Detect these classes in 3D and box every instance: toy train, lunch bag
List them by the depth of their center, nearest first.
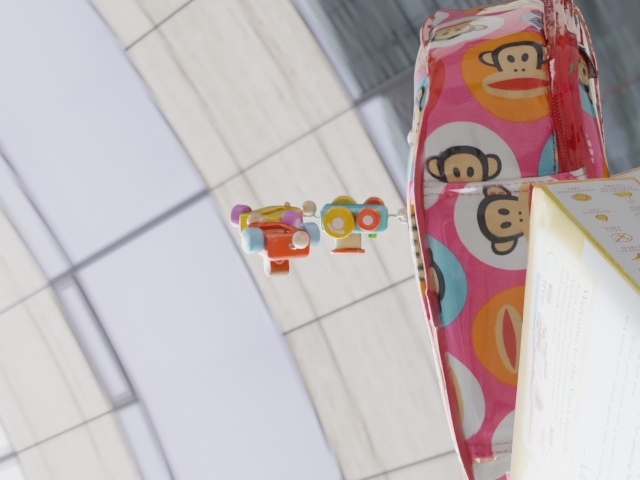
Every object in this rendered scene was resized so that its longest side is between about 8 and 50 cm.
[{"bbox_3d":[0.127,-0.003,0.937,0.258,0.120,0.293,-73,-25,-69],"label":"lunch bag"},{"bbox_3d":[0.000,0.000,1.129,0.166,0.125,0.046,-7,-76,-33],"label":"toy train"}]

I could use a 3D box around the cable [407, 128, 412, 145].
[{"bbox_3d":[0.151,-0.125,1.253,0.047,0.150,0.184,56,-147,-12],"label":"cable"}]

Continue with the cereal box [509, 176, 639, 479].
[{"bbox_3d":[0.120,0.102,0.467,0.047,0.240,0.173,-4,-65,-12],"label":"cereal box"}]

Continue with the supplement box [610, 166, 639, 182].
[{"bbox_3d":[0.327,0.033,1.024,0.194,0.356,0.195,-16,-85,-17],"label":"supplement box"}]
